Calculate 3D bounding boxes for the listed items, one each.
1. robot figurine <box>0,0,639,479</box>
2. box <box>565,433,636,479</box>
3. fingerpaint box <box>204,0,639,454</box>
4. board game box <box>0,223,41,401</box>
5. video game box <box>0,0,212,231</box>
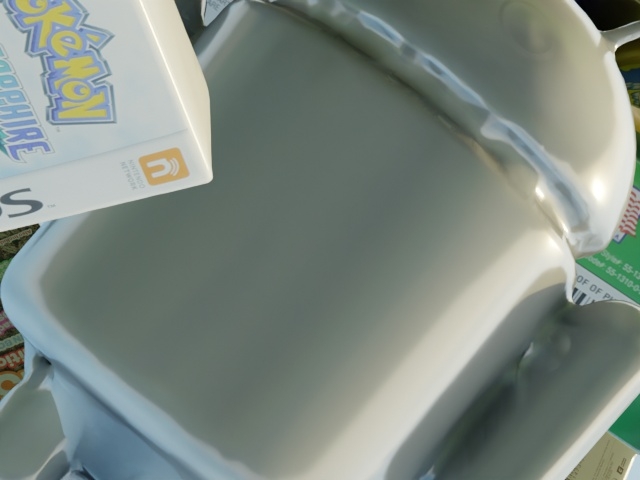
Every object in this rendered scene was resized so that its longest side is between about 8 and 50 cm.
[{"bbox_3d":[0.000,0.000,0.835,0.300,0.353,0.200,39,174,8],"label":"robot figurine"},{"bbox_3d":[0.216,0.207,1.726,0.102,0.087,0.101,37,-113,-26],"label":"box"},{"bbox_3d":[0.087,-0.119,1.216,0.445,0.163,0.371,34,-155,2],"label":"fingerpaint box"},{"bbox_3d":[-0.283,0.141,1.785,0.141,0.232,0.291,-24,-120,-24],"label":"board game box"},{"bbox_3d":[-0.142,-0.072,0.471,0.187,0.205,0.048,-15,-132,4],"label":"video game box"}]
